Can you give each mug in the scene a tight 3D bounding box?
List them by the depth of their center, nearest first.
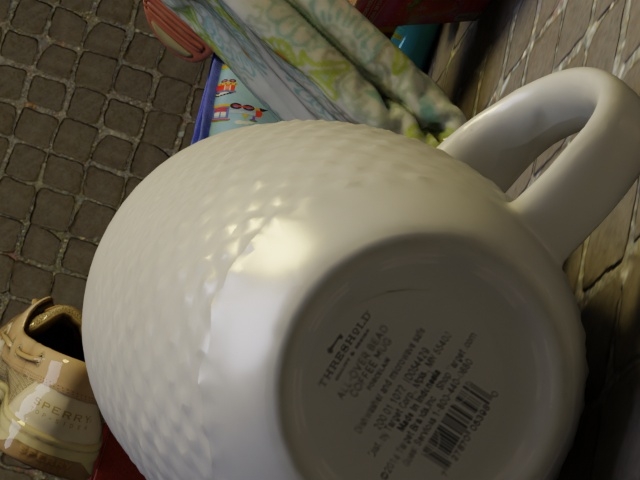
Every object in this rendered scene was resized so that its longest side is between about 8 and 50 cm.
[{"bbox_3d":[0.048,0.033,1.116,0.374,0.276,0.328,-44,13,-8],"label":"mug"}]

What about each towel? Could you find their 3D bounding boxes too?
[{"bbox_3d":[-0.034,-0.187,1.762,0.090,0.374,0.320,-48,4,-5],"label":"towel"}]

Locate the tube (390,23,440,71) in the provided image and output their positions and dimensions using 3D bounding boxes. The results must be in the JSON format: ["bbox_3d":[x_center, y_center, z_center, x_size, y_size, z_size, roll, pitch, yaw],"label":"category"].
[{"bbox_3d":[0.109,-0.236,2.013,0.207,0.052,0.080,-66,17,7],"label":"tube"}]

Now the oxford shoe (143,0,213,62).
[{"bbox_3d":[-0.080,-0.349,1.998,0.146,0.140,0.397,-42,-10,-41],"label":"oxford shoe"}]

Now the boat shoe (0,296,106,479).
[{"bbox_3d":[-0.233,0.112,1.672,0.110,0.122,0.341,-68,18,7],"label":"boat shoe"}]

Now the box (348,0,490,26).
[{"bbox_3d":[0.105,-0.322,1.658,0.300,0.142,0.154,125,137,-67],"label":"box"}]

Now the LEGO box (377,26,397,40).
[{"bbox_3d":[-0.086,-0.480,2.236,0.193,0.500,0.372,118,167,-59],"label":"LEGO box"}]

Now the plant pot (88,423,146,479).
[{"bbox_3d":[-0.061,0.119,1.710,0.267,0.236,0.267,-96,23,-74],"label":"plant pot"}]

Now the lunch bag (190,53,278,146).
[{"bbox_3d":[-0.030,-0.110,2.052,0.293,0.221,0.138,-80,10,-46],"label":"lunch bag"}]
